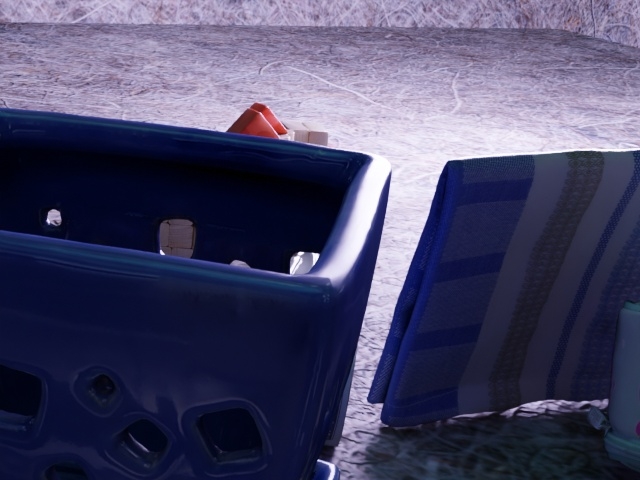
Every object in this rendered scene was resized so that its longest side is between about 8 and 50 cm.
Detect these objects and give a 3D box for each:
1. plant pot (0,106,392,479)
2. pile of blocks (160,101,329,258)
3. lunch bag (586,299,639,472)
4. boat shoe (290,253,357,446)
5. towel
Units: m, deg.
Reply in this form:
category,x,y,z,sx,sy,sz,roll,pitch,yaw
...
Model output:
category,x,y,z,sx,sy,sz,roll,pitch,yaw
plant pot,-0.098,0.069,0.635,0.236,0.212,0.236,7,16,7
pile of blocks,-0.101,-0.070,1.284,0.149,0.112,0.362,11,17,18
lunch bag,0.295,0.100,0.774,0.279,0.107,0.224,7,2,15
boat shoe,-0.021,0.056,0.931,0.088,0.096,0.267,10,25,-1
towel,0.181,0.030,0.889,0.285,0.209,0.034,-3,37,-25
